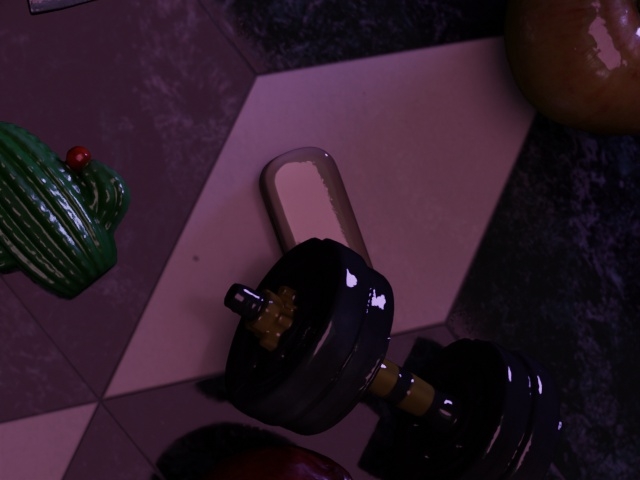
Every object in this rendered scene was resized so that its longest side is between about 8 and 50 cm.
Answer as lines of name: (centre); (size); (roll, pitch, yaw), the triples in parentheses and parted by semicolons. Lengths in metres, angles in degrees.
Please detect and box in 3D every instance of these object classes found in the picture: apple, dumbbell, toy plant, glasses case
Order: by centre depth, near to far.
dumbbell: (0.071, 0.137, 1.137); (0.388, 0.185, 0.185); (32, 80, -25)
toy plant: (-0.301, -0.042, 1.149); (0.240, 0.088, 0.154); (26, 96, -2)
glasses case: (0.000, 0.000, 1.230); (0.083, 0.050, 0.196); (-18, 90, -11)
apple: (0.310, -0.229, 1.244); (0.261, 0.194, 0.260); (1, 85, -15)

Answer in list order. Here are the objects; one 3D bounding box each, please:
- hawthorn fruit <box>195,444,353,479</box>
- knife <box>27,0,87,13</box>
hawthorn fruit: (-0.057, 0.345, 1.096); (0.265, 0.265, 0.307); (38, 96, -8)
knife: (-0.272, -0.264, 1.206); (0.230, 0.028, 0.060); (-12, 101, -16)
